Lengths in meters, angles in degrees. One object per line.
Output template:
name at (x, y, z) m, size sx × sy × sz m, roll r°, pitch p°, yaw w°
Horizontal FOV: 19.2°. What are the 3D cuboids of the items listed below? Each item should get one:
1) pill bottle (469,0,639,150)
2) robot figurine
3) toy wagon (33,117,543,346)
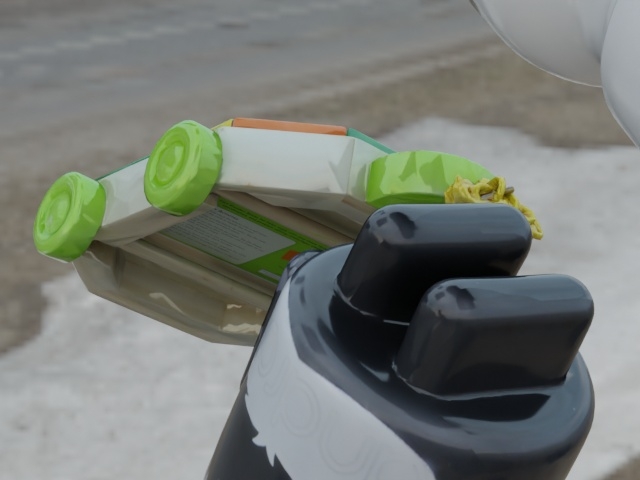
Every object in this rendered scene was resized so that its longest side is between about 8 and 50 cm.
pill bottle at (0.124, -0.197, 0.806) m, size 0.210 × 0.210 × 0.363 m, roll -6°, pitch 48°, yaw -32°
robot figurine at (0.037, 0.112, 0.981) m, size 0.173 × 0.278 × 0.209 m, roll 21°, pitch 31°, yaw -2°
toy wagon at (0.000, 0.000, 1.179) m, size 0.267 × 0.068 × 0.344 m, roll 25°, pitch -29°, yaw -34°
